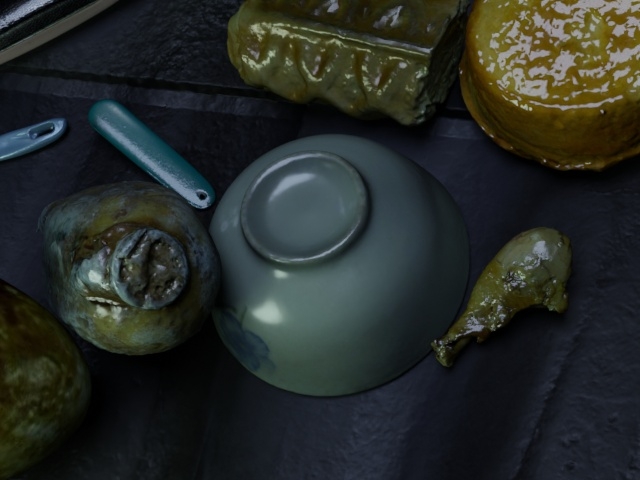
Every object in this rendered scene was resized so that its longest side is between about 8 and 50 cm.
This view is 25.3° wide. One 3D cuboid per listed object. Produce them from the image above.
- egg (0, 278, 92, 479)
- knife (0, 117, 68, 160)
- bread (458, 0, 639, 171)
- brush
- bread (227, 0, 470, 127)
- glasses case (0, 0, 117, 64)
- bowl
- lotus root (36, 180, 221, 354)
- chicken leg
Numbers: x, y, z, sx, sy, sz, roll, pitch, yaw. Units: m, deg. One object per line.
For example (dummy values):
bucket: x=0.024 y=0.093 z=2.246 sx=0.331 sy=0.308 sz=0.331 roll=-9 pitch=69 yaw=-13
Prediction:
egg: x=-0.377 y=0.141 z=1.439 sx=0.289 sy=0.238 sz=0.238 roll=11 pitch=66 yaw=5
knife: x=-0.443 y=-0.082 z=1.702 sx=0.313 sy=0.019 sz=0.044 roll=-19 pitch=63 yaw=8
bread: x=0.269 y=-0.192 z=1.479 sx=0.268 sy=0.145 sz=0.268 roll=-7 pitch=66 yaw=15
brush: x=-0.191 y=-0.095 z=1.629 sx=0.193 sy=0.032 sz=0.043 roll=40 pitch=75 yaw=17
bread: x=0.023 y=-0.217 z=1.571 sx=0.268 sy=0.130 sz=0.152 roll=14 pitch=73 yaw=23
glasses case: x=-0.355 y=-0.302 z=1.752 sx=0.314 sy=0.075 sz=0.122 roll=-28 pitch=58 yaw=1
bowl: x=0.000 y=0.000 z=1.455 sx=0.289 sy=0.146 sz=0.289 roll=-7 pitch=62 yaw=13
lotus root: x=-0.201 y=0.021 z=1.460 sx=0.175 sy=0.175 sz=0.349 roll=-46 pitch=22 yaw=-10
chicken leg: x=0.185 y=0.063 z=1.420 sx=0.178 sy=0.070 sz=0.093 roll=-40 pitch=66 yaw=2
